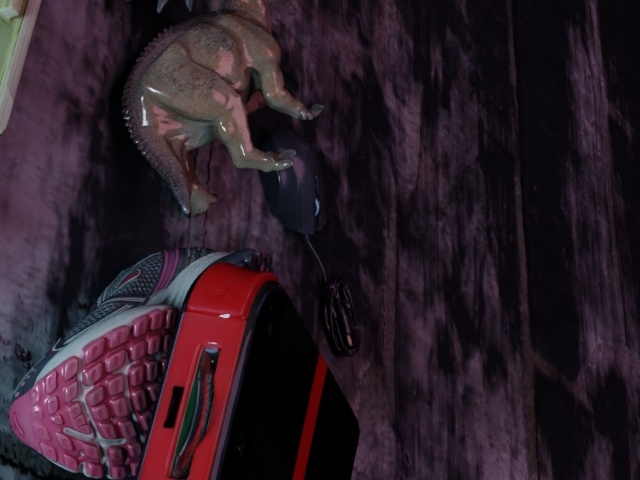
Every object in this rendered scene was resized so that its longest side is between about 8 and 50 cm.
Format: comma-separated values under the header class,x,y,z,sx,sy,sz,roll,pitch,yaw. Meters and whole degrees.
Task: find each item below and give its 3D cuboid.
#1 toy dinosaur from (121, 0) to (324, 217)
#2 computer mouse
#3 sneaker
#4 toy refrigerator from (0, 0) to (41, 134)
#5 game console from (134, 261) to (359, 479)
class,x,y,z,sx,sy,sz,roll,pitch,yaw
toy dinosaur,-0.110,-0.151,1.239,0.200,0.127,0.295,48,50,-25
computer mouse,0.000,0.000,1.414,0.071,0.041,0.242,-33,105,-60
sneaker,-0.140,0.086,1.065,0.299,0.112,0.121,-34,127,-62
toy refrigerator,-0.261,-0.198,1.029,0.102,0.094,0.269,43,41,-41
game console,-0.060,0.245,1.064,0.342,0.060,0.386,66,33,-57
